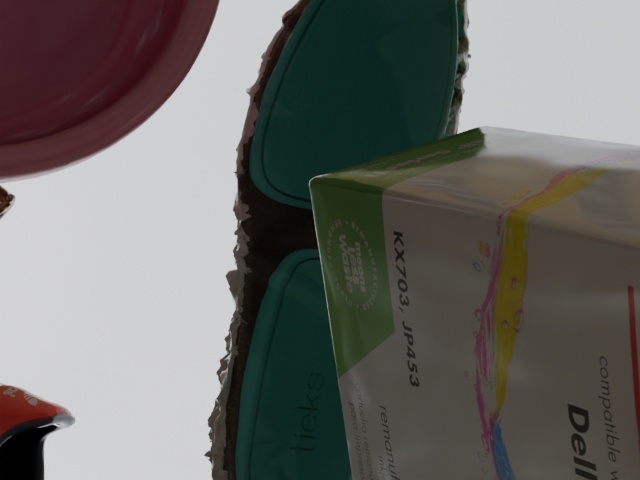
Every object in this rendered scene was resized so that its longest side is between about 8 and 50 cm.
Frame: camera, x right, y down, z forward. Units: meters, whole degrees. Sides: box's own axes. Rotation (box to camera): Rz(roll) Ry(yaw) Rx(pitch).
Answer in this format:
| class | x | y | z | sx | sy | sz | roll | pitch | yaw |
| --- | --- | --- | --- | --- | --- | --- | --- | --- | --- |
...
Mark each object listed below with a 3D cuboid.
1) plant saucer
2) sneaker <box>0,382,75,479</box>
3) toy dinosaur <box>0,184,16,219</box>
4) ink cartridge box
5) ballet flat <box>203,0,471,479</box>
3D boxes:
| class | x | y | z | sx | sy | sz | roll | pitch | yaw |
| --- | --- | --- | --- | --- | --- | --- | --- | --- | --- |
| plant saucer | -0.226 | -0.193 | 1.030 | 0.332 | 0.084 | 0.332 | 4 | -101 | -23 |
| sneaker | -0.241 | 0.276 | 1.214 | 0.148 | 0.131 | 0.350 | 0 | -90 | 16 |
| toy dinosaur | -0.255 | -0.043 | 1.088 | 0.112 | 0.211 | 0.064 | 38 | -62 | -2 |
| ink cartridge box | 0.143 | 0.073 | 0.724 | 0.353 | 0.119 | 0.207 | 14 | -64 | 58 |
| ballet flat | 0.000 | 0.000 | 1.128 | 0.147 | 0.147 | 0.408 | 12 | -97 | 18 |
